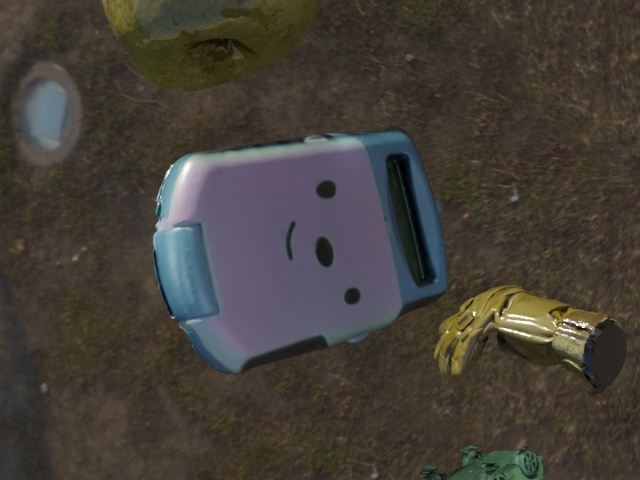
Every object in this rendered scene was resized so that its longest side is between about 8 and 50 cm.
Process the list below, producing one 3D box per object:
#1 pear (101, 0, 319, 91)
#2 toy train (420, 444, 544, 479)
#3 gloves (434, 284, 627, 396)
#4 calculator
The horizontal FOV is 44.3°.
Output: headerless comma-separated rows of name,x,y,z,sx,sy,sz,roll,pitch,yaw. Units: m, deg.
pear,-0.107,-0.265,0.758,0.228,0.188,0.211,-17,75,30
toy train,0.165,0.263,0.807,0.099,0.149,0.081,-19,83,47
gloves,0.291,0.138,1.178,0.331,0.154,0.141,2,111,53
calculator,0.000,0.000,0.631,0.051,0.293,0.173,-14,89,50
